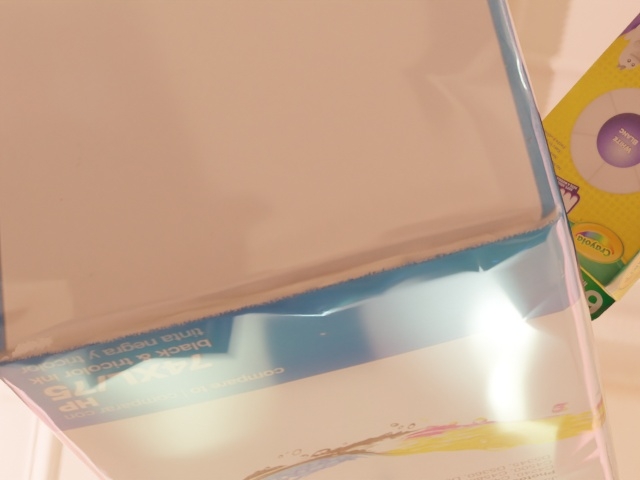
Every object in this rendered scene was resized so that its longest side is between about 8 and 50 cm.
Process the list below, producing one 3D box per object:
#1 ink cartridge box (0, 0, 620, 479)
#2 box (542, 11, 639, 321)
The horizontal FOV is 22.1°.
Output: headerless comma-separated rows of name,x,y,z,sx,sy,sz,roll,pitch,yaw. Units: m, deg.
ink cartridge box,0.000,0.000,0.675,0.197,0.198,0.270,-15,-32,7
box,0.180,-0.047,0.977,0.105,0.043,0.179,43,-84,27
